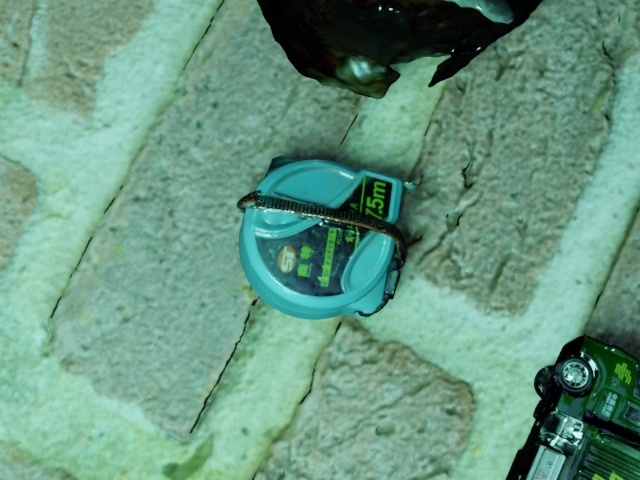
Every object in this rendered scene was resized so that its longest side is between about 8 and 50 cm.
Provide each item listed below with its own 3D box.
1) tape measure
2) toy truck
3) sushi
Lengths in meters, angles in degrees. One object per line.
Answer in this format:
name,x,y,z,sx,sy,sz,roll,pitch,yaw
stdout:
tape measure,0.000,0.000,1.064,0.146,0.081,0.125,13,73,-5
toy truck,0.198,0.211,1.044,0.121,0.088,0.259,26,77,-1
sushi,0.072,-0.287,1.026,0.281,0.294,0.299,41,76,2
